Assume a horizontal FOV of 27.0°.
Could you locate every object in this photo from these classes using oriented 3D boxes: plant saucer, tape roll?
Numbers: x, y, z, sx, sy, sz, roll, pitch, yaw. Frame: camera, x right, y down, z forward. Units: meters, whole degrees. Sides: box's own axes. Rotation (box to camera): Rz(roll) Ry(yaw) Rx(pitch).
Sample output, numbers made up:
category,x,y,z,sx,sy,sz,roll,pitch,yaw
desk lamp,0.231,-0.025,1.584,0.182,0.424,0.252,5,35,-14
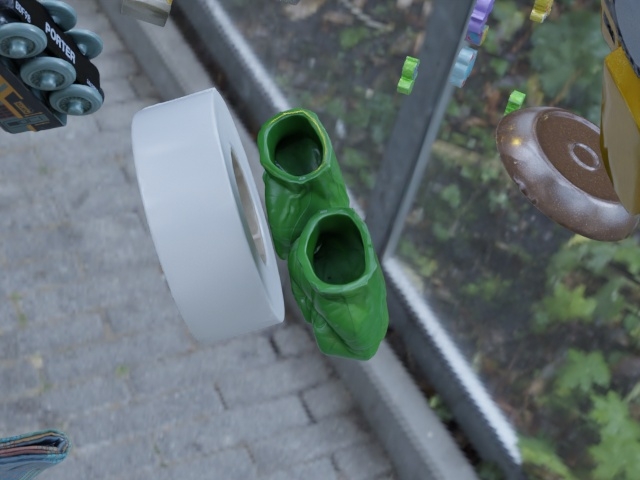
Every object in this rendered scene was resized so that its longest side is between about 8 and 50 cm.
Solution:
category,x,y,z,sx,sy,sz,roll,pitch,yaw
plant saucer,0.292,-0.086,1.513,0.199,0.036,0.198,21,42,-20
tape roll,-0.128,-0.028,1.543,0.100,0.286,0.286,-16,52,4

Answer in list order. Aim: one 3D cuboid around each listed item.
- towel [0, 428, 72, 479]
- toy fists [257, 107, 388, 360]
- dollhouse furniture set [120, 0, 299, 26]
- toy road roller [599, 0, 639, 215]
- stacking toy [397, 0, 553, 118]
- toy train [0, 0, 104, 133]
category,x,y,z,sx,sy,sz,roll,pitch,yaw
towel,-0.482,0.345,1.532,0.040,0.370,0.271,54,20,17
toy fists,0.000,0.000,1.375,0.096,0.142,0.279,-22,50,-1
dollhouse furniture set,-0.110,-0.301,1.158,0.242,0.161,0.212,16,87,-10
toy road roller,0.312,-0.196,1.071,0.203,0.329,0.240,-18,57,-1
stacking toy,0.196,-0.256,1.717,0.167,0.221,0.052,22,35,12
toy train,-0.434,-0.265,1.882,0.190,0.334,0.142,-11,65,13
